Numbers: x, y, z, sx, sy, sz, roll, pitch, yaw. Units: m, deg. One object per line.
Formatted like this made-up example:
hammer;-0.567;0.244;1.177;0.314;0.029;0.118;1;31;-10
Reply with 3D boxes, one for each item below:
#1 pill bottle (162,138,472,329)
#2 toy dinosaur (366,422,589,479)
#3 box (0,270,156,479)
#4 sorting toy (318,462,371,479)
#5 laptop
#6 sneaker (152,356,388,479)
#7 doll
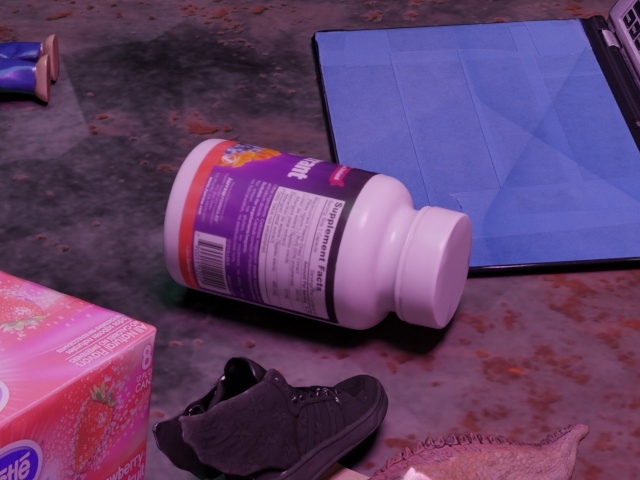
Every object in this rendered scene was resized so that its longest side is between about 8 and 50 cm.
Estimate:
pill bottle;0.000;0.000;1.229;0.193;0.108;0.108;13;36;18
toy dinosaur;0.030;0.177;0.875;0.200;0.127;0.296;33;72;3
box;-0.225;0.137;0.931;0.142;0.154;0.300;16;23;23
sorting toy;0.008;0.166;1.067;0.062;0.012;0.083;22;39;33
laptop;0.216;-0.174;1.391;0.236;0.408;0.382;27;27;-22
sneaker;-0.025;0.102;1.084;0.051;0.089;0.170;-11;20;43
doll;-0.318;-0.145;1.501;0.189;0.046;0.129;2;33;2
